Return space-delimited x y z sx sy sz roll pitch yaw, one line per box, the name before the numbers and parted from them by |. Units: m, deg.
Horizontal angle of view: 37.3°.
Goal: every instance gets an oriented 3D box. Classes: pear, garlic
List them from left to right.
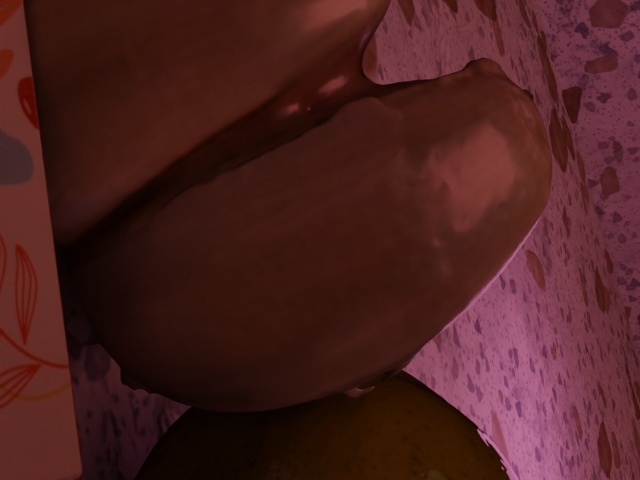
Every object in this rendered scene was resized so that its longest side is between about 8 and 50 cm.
garlic | -0.049 -0.044 0.545 0.249 0.313 0.286 -2 79 -54
pear | 0.004 0.215 0.582 0.294 0.294 0.294 38 46 -54

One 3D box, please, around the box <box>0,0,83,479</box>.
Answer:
box | -0.262 -0.063 0.324 0.344 0.122 0.385 5 74 -63
